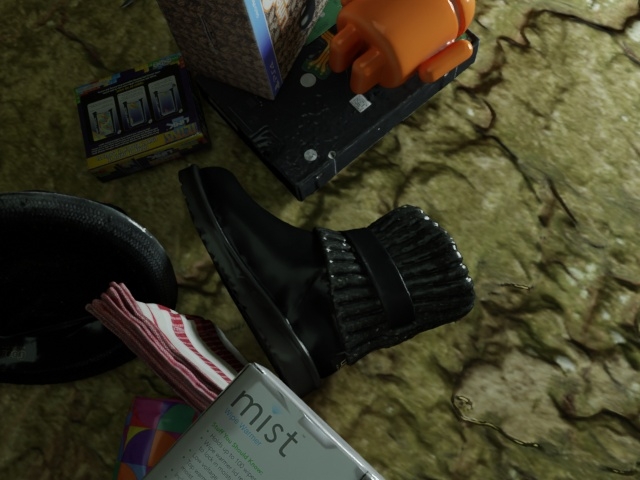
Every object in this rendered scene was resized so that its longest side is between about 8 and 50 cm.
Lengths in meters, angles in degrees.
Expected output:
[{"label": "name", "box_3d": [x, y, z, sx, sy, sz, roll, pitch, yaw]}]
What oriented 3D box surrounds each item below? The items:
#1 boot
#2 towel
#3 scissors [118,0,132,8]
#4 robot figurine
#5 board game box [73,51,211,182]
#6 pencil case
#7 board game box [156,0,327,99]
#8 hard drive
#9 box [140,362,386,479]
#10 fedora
[{"label": "boot", "box_3d": [0.001, 0.002, 0.896, 0.260, 0.131, 0.347, -29, 71, -11]}, {"label": "towel", "box_3d": [-0.085, 0.151, 0.753, 0.237, 0.329, 0.037, 39, 86, 15]}, {"label": "scissors", "box_3d": [-0.213, -0.474, 1.144, 0.297, 0.021, 0.109, -32, 74, -6]}, {"label": "robot figurine", "box_3d": [0.109, -0.288, 0.930, 0.219, 0.128, 0.158, -40, 42, -10]}, {"label": "board game box", "box_3d": [-0.254, -0.176, 1.020, 0.170, 0.048, 0.141, -17, 72, 5]}, {"label": "pencil case", "box_3d": [-0.198, 0.301, 0.836, 0.105, 0.104, 0.236, 8, 74, 7]}, {"label": "board game box", "box_3d": [-0.077, -0.378, 0.922, 0.141, 0.232, 0.290, 22, 73, 14]}, {"label": "hard drive", "box_3d": [0.024, -0.245, 1.022, 0.339, 0.064, 0.237, -41, 73, -9]}, {"label": "box", "box_3d": [-0.023, 0.255, 0.476, 0.262, 0.126, 0.231, 40, 79, 15]}, {"label": "fedora", "box_3d": [-0.346, 0.031, 0.882, 0.334, 0.334, 0.152, -13, 40, 0]}]
